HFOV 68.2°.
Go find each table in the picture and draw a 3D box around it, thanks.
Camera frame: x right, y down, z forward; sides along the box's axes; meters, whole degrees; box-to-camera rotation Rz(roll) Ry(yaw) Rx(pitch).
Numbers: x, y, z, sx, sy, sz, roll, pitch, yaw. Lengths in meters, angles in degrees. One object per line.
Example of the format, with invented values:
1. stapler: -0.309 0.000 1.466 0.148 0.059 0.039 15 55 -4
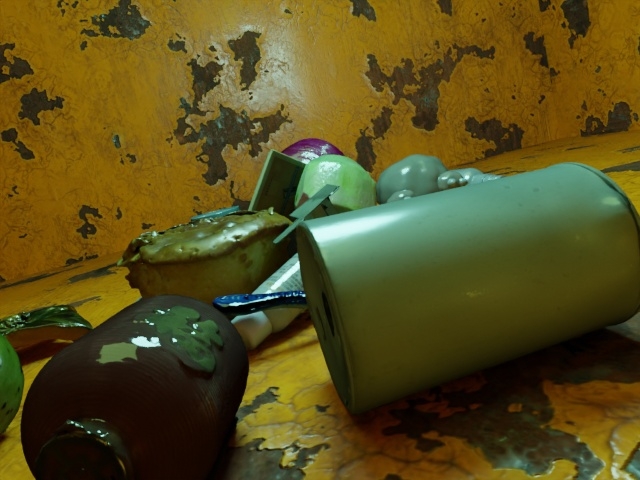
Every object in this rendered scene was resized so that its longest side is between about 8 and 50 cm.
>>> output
1. table: 0.000 0.000 0.939 0.175 0.146 0.062 -42 28 -17

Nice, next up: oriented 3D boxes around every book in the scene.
1. book: -0.066 -0.116 1.199 0.018 0.170 0.242 26 8 40

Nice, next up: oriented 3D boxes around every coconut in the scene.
1. coconut: 0.038 -0.083 1.161 0.205 0.235 0.236 9 8 -6

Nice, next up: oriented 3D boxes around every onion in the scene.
1. onion: 0.009 -0.123 1.460 0.386 0.347 0.348 22 11 -2

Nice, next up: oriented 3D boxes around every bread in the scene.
1. bread: -0.214 0.051 0.982 0.337 0.204 0.358 -9 7 39

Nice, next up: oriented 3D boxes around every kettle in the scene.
1. kettle: 0.151 0.061 0.538 0.318 0.264 0.205 -16 42 -10

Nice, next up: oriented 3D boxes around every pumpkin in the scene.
1. pumpkin: -0.666 0.209 1.021 0.290 0.095 0.258 -16 6 -32

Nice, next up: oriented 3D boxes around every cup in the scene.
1. cup: -0.319 -0.011 1.535 0.300 0.173 0.167 -13 11 9

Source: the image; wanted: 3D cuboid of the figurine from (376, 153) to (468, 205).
1. figurine: 0.265 -0.151 1.428 0.249 0.203 0.380 -19 9 -6

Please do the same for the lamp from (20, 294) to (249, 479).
1. lamp: -0.157 0.150 0.455 0.180 0.179 0.258 -13 8 7

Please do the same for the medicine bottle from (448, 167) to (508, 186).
1. medicine bottle: 0.484 -0.183 1.567 0.110 0.110 0.352 -17 11 -18

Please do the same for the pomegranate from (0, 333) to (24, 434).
1. pomegranate: -0.509 0.216 0.590 0.215 0.214 0.247 -9 49 28

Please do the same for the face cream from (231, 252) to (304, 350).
1. face cream: -0.047 0.079 0.800 0.082 0.081 0.269 -3 29 47

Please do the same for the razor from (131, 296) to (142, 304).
1. razor: -0.398 0.163 1.109 0.084 0.035 0.211 -41 23 -13

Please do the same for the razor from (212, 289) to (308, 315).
1. razor: 0.003 0.080 0.710 0.325 0.056 0.093 -11 17 -3
